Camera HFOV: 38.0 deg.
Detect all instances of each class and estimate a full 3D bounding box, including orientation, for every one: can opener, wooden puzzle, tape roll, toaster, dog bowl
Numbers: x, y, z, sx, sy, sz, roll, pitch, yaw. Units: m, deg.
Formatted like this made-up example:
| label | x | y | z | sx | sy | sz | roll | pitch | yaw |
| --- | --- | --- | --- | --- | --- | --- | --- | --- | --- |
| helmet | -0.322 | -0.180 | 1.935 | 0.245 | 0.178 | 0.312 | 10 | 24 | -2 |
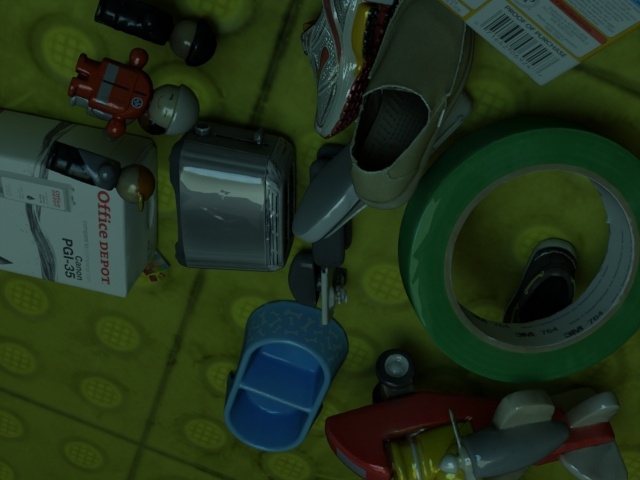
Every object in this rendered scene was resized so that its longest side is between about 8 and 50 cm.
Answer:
| label | x | y | z | sx | sy | sz | roll | pitch | yaw |
| --- | --- | --- | --- | --- | --- | --- | --- | --- | --- |
| can opener | 0.000 | 0.000 | 1.273 | 0.093 | 0.074 | 0.280 | 10 | 129 | 8 |
| wooden puzzle | -0.260 | 0.029 | 1.410 | 0.049 | 0.006 | 0.083 | -20 | 119 | 28 |
| tape roll | 0.257 | 0.013 | 1.127 | 0.321 | 0.077 | 0.321 | -2 | 109 | -6 |
| toaster | -0.112 | -0.046 | 1.230 | 0.146 | 0.129 | 0.227 | 6 | 121 | 8 |
| dog bowl | -0.064 | 0.225 | 1.466 | 0.165 | 0.074 | 0.297 | 21 | 129 | -1 |

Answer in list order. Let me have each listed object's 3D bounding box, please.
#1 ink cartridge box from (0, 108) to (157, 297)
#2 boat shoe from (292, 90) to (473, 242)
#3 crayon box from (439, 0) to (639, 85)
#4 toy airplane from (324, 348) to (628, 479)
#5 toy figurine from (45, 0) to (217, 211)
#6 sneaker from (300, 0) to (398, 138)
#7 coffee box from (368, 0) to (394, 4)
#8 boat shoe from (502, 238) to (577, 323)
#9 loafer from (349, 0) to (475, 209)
| label | x | y | z | sx | sy | sz | roll | pitch | yaw |
| --- | --- | --- | --- | --- | --- | --- | --- | --- | --- |
| ink cartridge box | -0.383 | -0.057 | 1.302 | 0.283 | 0.117 | 0.207 | 12 | 127 | 6 |
| boat shoe | 0.077 | -0.090 | 1.132 | 0.088 | 0.096 | 0.267 | 38 | 95 | -27 |
| crayon box | 0.253 | -0.295 | 0.888 | 0.203 | 0.083 | 0.323 | 36 | 155 | -14 |
| toy airplane | 0.245 | 0.322 | 1.327 | 0.384 | 0.273 | 0.386 | -21 | 138 | 41 |
| toy figurine | -0.225 | -0.167 | 1.119 | 0.148 | 0.213 | 0.209 | 18 | 133 | -16 |
| sneaker | 0.024 | -0.222 | 1.101 | 0.092 | 0.088 | 0.225 | 29 | 132 | 19 |
| coffee box | -0.028 | -0.338 | 0.974 | 0.246 | 0.141 | 0.098 | 11 | 129 | 6 |
| boat shoe | 0.296 | 0.105 | 1.277 | 0.081 | 0.069 | 0.228 | 11 | 129 | 7 |
| loafer | 0.101 | -0.166 | 1.022 | 0.101 | 0.092 | 0.269 | 15 | 87 | 14 |
